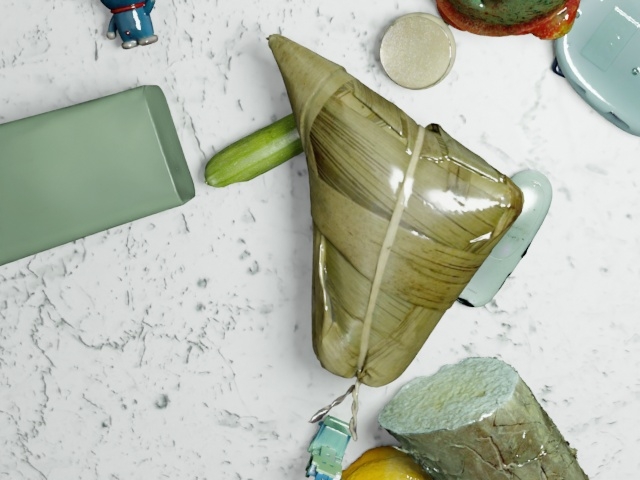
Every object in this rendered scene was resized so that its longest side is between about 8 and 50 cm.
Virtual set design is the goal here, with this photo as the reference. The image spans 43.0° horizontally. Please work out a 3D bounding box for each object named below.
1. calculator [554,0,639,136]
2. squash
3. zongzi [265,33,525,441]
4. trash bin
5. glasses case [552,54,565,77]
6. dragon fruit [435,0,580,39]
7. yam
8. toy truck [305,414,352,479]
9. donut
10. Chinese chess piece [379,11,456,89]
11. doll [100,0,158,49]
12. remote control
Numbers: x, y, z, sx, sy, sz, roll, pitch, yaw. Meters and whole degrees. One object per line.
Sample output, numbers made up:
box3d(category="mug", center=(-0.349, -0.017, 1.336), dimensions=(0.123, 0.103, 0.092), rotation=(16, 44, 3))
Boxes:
box3d(category="calculator", center=(0.501, -0.268, 1.267), dimensions=(0.299, 0.041, 0.185), rotation=(36, 98, -7))
box3d(category="squash", center=(-0.089, -0.152, 1.348), dimensions=(0.239, 0.069, 0.069), rotation=(-26, 98, 10))
box3d(category="zongzi", center=(0.003, -0.005, 1.306), dimensions=(0.467, 0.218, 0.500), rotation=(33, 105, 4))
box3d(category="trash bin", center=(-0.405, -0.110, 1.342), dimensions=(0.343, 0.158, 0.223), rotation=(-15, 100, 8))
box3d(category="glasses case", center=(0.393, -0.301, 1.290), dimensions=(0.033, 0.023, 0.083), rotation=(16, 100, -5))
box3d(category="dragon fruit", center=(0.289, -0.426, 1.210), dimensions=(0.295, 0.130, 0.268), rotation=(-7, 93, 18))
box3d(category="yam", center=(0.290, 0.367, 1.339), dimensions=(0.241, 0.241, 0.348), rotation=(-35, 100, 11))
box3d(category="toy truck", center=(0.017, 0.358, 1.390), dimensions=(0.067, 0.175, 0.081), rotation=(24, 97, 1))
box3d(category="donut", center=(0.134, 0.494, 1.443), dimensions=(0.253, 0.118, 0.253), rotation=(0, 92, 17))
box3d(category="Chinese chess piece", center=(0.154, -0.300, 1.291), dimensions=(0.122, 0.051, 0.122), rotation=(5, 111, 15))
box3d(category="doll", center=(-0.313, -0.390, 1.317), dimensions=(0.114, 0.085, 0.152), rotation=(-9, 111, 19))
box3d(category="remote control", center=(0.301, 0.001, 1.352), dimensions=(0.097, 0.045, 0.256), rotation=(26, 105, 2))
